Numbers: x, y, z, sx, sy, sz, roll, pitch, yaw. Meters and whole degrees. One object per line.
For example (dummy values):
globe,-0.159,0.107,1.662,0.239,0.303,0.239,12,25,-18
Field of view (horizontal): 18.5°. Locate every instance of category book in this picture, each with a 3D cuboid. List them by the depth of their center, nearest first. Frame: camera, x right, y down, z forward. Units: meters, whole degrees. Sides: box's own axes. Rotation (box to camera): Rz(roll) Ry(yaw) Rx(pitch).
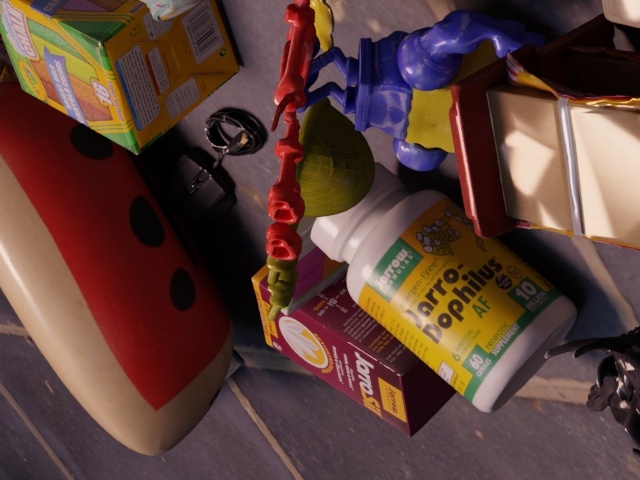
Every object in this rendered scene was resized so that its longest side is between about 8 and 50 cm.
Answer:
book,0.000,0.000,1.745,0.035,0.096,0.144,40,154,17

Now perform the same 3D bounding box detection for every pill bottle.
pill bottle,0.097,0.033,1.611,0.208,0.117,0.117,41,155,14

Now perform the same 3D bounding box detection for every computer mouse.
computer mouse,-0.108,-0.066,1.891,0.071,0.041,0.242,47,155,3

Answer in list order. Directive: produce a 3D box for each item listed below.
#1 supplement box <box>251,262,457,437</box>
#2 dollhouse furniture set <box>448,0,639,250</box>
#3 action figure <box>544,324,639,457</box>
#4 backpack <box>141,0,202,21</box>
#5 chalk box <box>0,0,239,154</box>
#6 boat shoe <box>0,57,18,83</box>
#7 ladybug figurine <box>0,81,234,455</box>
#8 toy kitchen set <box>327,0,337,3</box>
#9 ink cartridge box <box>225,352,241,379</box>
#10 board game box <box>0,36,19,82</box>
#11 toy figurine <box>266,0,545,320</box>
supplement box,0.035,0.086,1.837,0.188,0.081,0.104,32,151,30
dollhouse furniture set,0.183,-0.173,1.176,0.201,0.152,0.374,17,125,49
action figure,0.297,0.117,1.392,0.275,0.141,0.164,35,160,-12
backpack,-0.111,-0.240,1.513,0.115,0.152,0.182,59,167,-5
chalk box,-0.200,-0.195,1.734,0.213,0.132,0.132,28,149,37
boat shoe,-0.357,-0.096,2.127,0.096,0.098,0.277,28,141,37
ladybug figurine,-0.222,0.013,1.982,0.449,0.162,0.305,60,-174,-30
toy kitchen set,0.014,-0.208,1.450,0.068,0.083,0.075,-23,115,20
ink cartridge box,-0.188,0.131,2.271,0.139,0.082,0.190,48,154,-2
board game box,-0.347,-0.179,2.127,0.154,0.026,0.103,28,150,36
toy figurine,0.079,-0.068,1.419,0.217,0.191,0.362,7,152,2
